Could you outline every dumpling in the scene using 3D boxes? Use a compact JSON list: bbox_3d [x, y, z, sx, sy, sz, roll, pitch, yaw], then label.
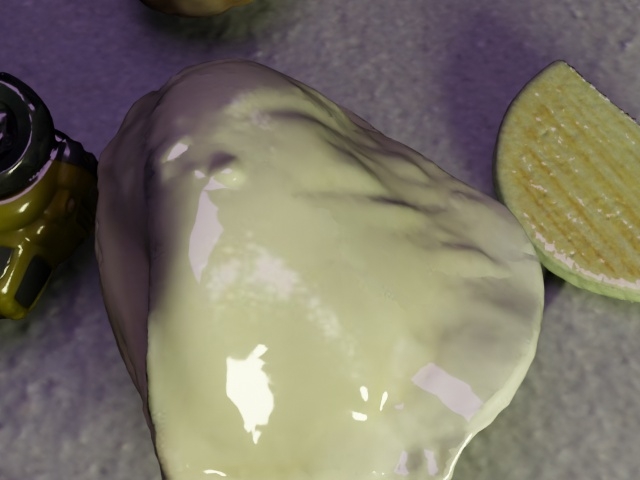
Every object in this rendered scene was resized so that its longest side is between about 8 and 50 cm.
[{"bbox_3d":[0.000,0.000,0.939,0.243,0.187,0.318,-3,50,5],"label":"dumpling"}]

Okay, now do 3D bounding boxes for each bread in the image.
[{"bbox_3d":[0.172,-0.018,1.043,0.112,0.036,0.193,-38,64,-18],"label":"bread"}]

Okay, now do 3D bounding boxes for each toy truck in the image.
[{"bbox_3d":[-0.245,-0.013,1.004,0.224,0.147,0.165,9,78,6],"label":"toy truck"}]

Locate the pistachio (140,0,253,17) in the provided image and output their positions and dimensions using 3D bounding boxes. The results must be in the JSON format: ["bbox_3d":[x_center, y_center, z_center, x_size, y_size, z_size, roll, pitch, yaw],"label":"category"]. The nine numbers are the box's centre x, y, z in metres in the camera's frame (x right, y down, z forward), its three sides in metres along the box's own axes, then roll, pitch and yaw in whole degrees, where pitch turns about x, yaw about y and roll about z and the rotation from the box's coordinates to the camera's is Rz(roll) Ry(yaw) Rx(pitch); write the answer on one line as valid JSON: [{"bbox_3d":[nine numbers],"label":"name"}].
[{"bbox_3d":[-0.070,-0.238,1.156,0.129,0.131,0.206,-7,50,32],"label":"pistachio"}]
